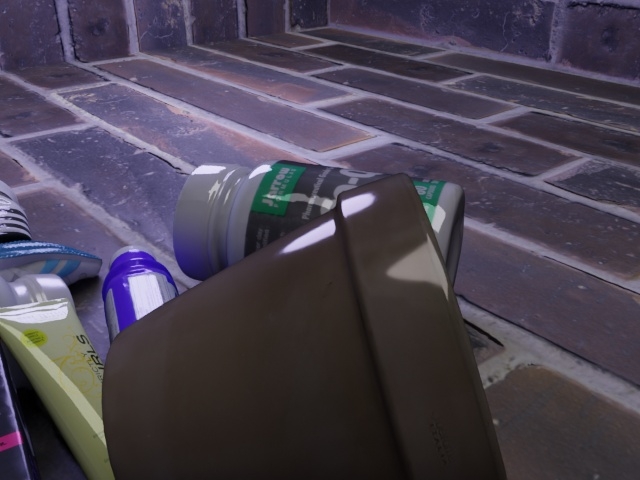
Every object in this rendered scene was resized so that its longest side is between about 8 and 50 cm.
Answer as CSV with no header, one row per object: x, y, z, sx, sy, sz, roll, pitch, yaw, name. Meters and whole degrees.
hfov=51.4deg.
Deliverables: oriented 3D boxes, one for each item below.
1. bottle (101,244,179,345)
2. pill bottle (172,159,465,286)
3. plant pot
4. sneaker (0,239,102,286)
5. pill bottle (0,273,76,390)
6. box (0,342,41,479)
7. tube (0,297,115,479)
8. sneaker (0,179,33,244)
-0.211,0.095,0.803,0.092,0.118,0.283,-11,28,-17,bottle
0.000,0.000,0.901,0.361,0.204,0.204,9,28,16,pill bottle
-0.017,0.133,0.576,0.280,0.323,0.323,-16,27,3,plant pot
-0.405,0.053,0.926,0.087,0.092,0.228,13,10,28,sneaker
-0.409,0.108,0.681,0.278,0.162,0.162,-3,23,-42,pill bottle
-0.292,0.211,0.516,0.143,0.165,0.270,-16,30,-25,box
-0.233,0.149,0.643,0.062,0.070,0.240,-36,66,-11,tube
-0.618,0.016,0.893,0.447,0.169,0.257,-15,29,-32,sneaker
